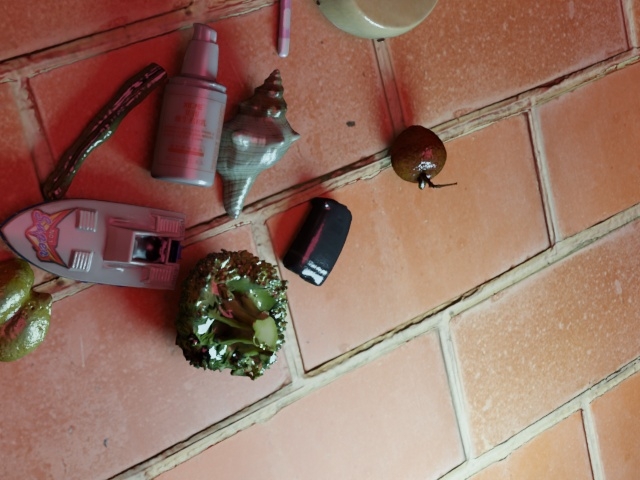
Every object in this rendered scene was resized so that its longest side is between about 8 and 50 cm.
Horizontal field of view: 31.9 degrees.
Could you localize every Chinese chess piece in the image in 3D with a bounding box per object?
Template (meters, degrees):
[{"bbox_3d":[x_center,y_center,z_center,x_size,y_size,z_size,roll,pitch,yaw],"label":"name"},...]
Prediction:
[{"bbox_3d":[0.094,-0.480,1.921,0.273,0.102,0.273,-4,97,-36],"label":"Chinese chess piece"}]

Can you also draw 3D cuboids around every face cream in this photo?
[{"bbox_3d":[-0.197,-0.213,1.746,0.101,0.101,0.251,9,91,-36],"label":"face cream"}]

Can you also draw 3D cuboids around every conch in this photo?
[{"bbox_3d":[-0.114,-0.165,1.810,0.137,0.114,0.234,34,81,-20],"label":"conch"}]

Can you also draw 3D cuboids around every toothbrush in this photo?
[{"bbox_3d":[-0.055,-0.450,1.865,0.020,0.025,0.286,-1,97,-35],"label":"toothbrush"}]

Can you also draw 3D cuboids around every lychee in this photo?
[{"bbox_3d":[0.178,-0.146,2.009,0.101,0.114,0.140,31,46,-19],"label":"lychee"}]

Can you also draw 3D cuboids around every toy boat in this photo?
[{"bbox_3d":[-0.339,0.002,1.679,0.295,0.088,0.129,9,91,-36],"label":"toy boat"}]

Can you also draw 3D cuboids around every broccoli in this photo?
[{"bbox_3d":[-0.139,0.125,1.788,0.198,0.176,0.226,-23,94,-26],"label":"broccoli"}]

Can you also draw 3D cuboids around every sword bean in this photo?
[{"bbox_3d":[-0.330,-0.167,1.698,0.043,0.038,0.269,36,72,2],"label":"sword bean"}]

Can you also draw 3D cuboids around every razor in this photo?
[{"bbox_3d":[0.000,0.000,1.942,0.090,0.054,0.148,35,76,-37],"label":"razor"}]

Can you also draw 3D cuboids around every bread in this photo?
[{"bbox_3d":[-0.469,0.122,1.621,0.188,0.065,0.149,-36,120,-29],"label":"bread"}]
